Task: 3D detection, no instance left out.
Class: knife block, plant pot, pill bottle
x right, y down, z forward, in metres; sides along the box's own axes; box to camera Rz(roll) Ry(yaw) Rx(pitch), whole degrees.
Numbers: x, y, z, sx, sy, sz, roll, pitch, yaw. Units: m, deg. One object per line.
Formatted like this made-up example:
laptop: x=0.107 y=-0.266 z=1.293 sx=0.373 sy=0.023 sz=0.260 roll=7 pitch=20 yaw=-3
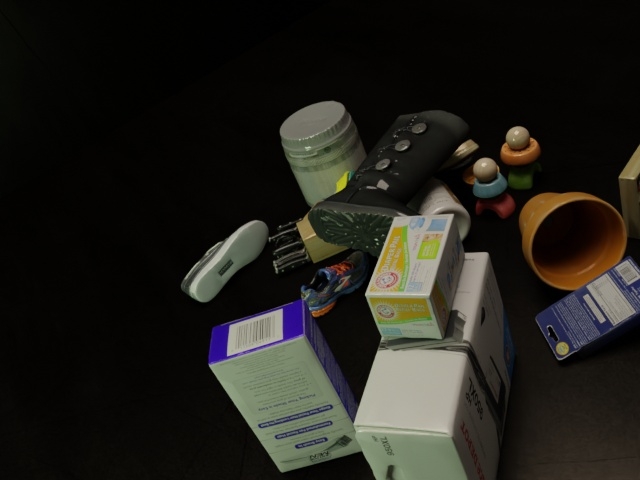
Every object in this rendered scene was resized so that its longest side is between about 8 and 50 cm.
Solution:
knife block: x=0.000 y=0.000 z=1.866 sx=0.276 sy=0.088 sz=0.242 roll=6 pitch=46 yaw=36
plant pot: x=0.526 y=-0.020 z=1.498 sx=0.205 sy=0.205 sz=0.188 roll=-21 pitch=19 yaw=5
pill bottle: x=0.285 y=-0.086 z=1.768 sx=0.131 sy=0.131 sz=0.229 roll=-24 pitch=35 yaw=2

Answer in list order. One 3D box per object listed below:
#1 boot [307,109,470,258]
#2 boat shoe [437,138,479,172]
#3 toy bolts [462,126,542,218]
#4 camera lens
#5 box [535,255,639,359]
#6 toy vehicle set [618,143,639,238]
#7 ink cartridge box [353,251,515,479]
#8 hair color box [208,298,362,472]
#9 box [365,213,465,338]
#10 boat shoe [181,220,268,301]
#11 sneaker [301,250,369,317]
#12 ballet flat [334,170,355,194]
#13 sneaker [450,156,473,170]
boot: x=0.237 y=-0.142 z=1.657 sx=0.367 sy=0.146 sz=0.445 roll=19 pitch=49 yaw=35
boat shoe: x=0.289 y=-0.223 z=1.910 sx=0.302 sy=0.098 sz=0.109 roll=-22 pitch=-2 yaw=29
toy bolts: x=0.442 y=-0.187 z=1.782 sx=0.218 sy=0.158 sz=0.228 roll=6 pitch=45 yaw=37
camera lens: x=0.023 y=-0.236 z=1.999 sx=0.219 sy=0.274 sz=0.219 roll=-16 pitch=36 yaw=12
box: x=0.548 y=0.141 z=1.354 sx=0.225 sy=0.036 sz=0.136 roll=-36 pitch=32 yaw=17
toy vehicle set: x=0.746 y=-0.152 z=1.544 sx=0.035 sy=0.166 sz=0.267 roll=13 pitch=49 yaw=42
ink cartridge box: x=0.221 y=0.256 z=1.217 sx=0.166 sy=0.285 sz=0.395 roll=-4 pitch=40 yaw=27
hair color box: x=-0.053 y=0.283 z=1.299 sx=0.185 sy=0.338 sz=0.110 roll=-18 pitch=33 yaw=10
box: x=0.165 y=0.058 z=1.166 sx=0.114 sy=0.103 sz=0.203 roll=-3 pitch=40 yaw=26
boat shoe: x=-0.275 y=0.048 z=1.962 sx=0.102 sy=0.108 sz=0.301 roll=19 pitch=61 yaw=43
sneaker: x=0.038 y=0.096 z=1.715 sx=0.221 sy=0.087 sz=0.083 roll=-42 pitch=39 yaw=-24
ballet flat: x=0.064 y=-0.099 z=1.828 sx=0.077 sy=0.077 sz=0.231 roll=-31 pitch=29 yaw=27
sneaker: x=0.344 y=-0.277 z=2.025 sx=0.226 sy=0.086 sz=0.163 roll=-6 pitch=41 yaw=26
